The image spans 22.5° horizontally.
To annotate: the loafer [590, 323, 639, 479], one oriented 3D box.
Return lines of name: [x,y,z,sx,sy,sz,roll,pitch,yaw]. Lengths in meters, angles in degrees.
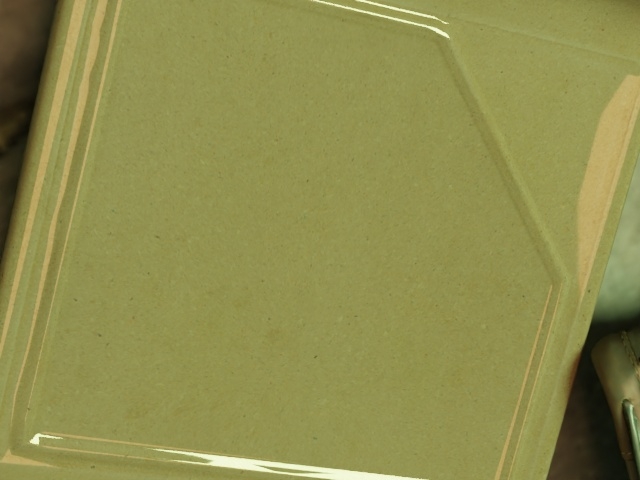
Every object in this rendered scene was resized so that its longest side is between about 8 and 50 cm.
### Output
loafer: [0.152,0.149,0.640,0.084,0.096,0.267,-4,108,3]

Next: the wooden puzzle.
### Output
wooden puzzle: [0.000,0.000,0.566,0.221,0.044,0.238,10,106,-22]
